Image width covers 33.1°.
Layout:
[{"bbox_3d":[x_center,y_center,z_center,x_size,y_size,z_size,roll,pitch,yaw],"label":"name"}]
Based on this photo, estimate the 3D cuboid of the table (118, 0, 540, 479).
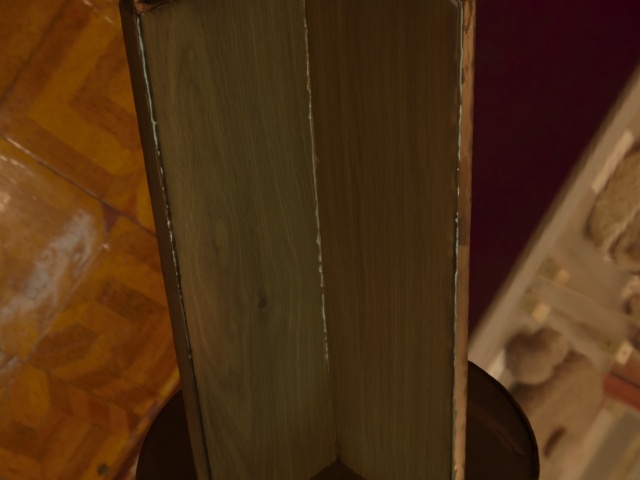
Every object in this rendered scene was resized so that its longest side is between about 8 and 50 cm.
[{"bbox_3d":[0.000,0.000,0.390,0.167,0.167,0.227,-27,129,-31],"label":"table"}]
